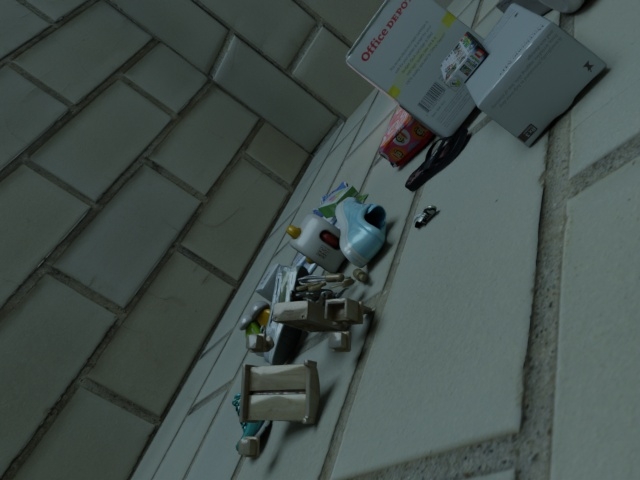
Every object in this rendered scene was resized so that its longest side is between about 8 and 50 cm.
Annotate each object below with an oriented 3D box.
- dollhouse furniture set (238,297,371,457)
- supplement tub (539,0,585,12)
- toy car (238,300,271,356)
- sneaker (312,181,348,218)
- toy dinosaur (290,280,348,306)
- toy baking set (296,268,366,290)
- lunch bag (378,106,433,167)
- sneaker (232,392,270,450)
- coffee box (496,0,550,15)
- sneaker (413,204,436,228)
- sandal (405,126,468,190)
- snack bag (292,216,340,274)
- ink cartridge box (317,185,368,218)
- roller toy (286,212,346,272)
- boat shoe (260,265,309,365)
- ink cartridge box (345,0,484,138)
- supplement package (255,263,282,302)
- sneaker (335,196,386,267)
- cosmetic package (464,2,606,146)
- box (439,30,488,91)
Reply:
[{"bbox_3d":[-0.019,0.336,1.293,0.303,0.174,0.356,-10,68,32],"label":"dollhouse furniture set"},{"bbox_3d":[0.654,-0.735,1.343,0.272,0.191,0.191,-52,12,15],"label":"supplement tub"},{"bbox_3d":[-0.185,0.303,1.892,0.182,0.159,0.136,-48,-21,29],"label":"toy car"},{"bbox_3d":[0.049,-0.183,2.422,0.211,0.081,0.080,-54,10,-6],"label":"sneaker"},{"bbox_3d":[-0.008,0.185,1.554,0.313,0.160,0.121,147,124,-89],"label":"toy dinosaur"},{"bbox_3d":[0.030,0.106,1.525,0.256,0.196,0.030,-73,-24,-87],"label":"toy baking set"},{"bbox_3d":[0.311,-0.404,1.925,0.258,0.120,0.293,-42,18,47],"label":"lunch bag"},{"bbox_3d":[-0.200,0.475,1.489,0.107,0.110,0.275,-50,13,20],"label":"sneaker"},{"bbox_3d":[0.686,-0.817,1.622,0.297,0.119,0.168,-56,11,-9],"label":"coffee box"},{"bbox_3d":[0.267,-0.058,1.370,0.083,0.032,0.037,-47,27,53],"label":"sneaker"},{"bbox_3d":[0.324,-0.234,1.558,0.254,0.054,0.097,-44,15,39],"label":"sandal"},{"bbox_3d":[0.000,0.000,2.214,0.323,0.037,0.342,-53,12,3],"label":"snack bag"},{"bbox_3d":[0.087,-0.155,2.136,0.109,0.062,0.209,-46,16,-24],"label":"ink cartridge box"},{"bbox_3d":[-0.001,0.014,1.790,0.146,0.191,0.209,-56,-33,-4],"label":"roller toy"},{"bbox_3d":[-0.119,0.230,1.675,0.103,0.118,0.320,2,71,30],"label":"boat shoe"},{"bbox_3d":[0.307,-0.526,1.594,0.279,0.384,0.160,-52,3,13],"label":"ink cartridge box"},{"bbox_3d":[-0.110,0.173,1.805,0.105,0.179,0.105,-59,12,-20],"label":"supplement package"},{"bbox_3d":[0.143,-0.057,1.641,0.150,0.135,0.366,-42,24,19],"label":"sneaker"},{"bbox_3d":[0.457,-0.392,1.232,0.217,0.156,0.385,-51,11,25],"label":"cosmetic package"},{"bbox_3d":[0.355,-0.453,1.354,0.114,0.036,0.207,-50,12,28],"label":"box"}]
